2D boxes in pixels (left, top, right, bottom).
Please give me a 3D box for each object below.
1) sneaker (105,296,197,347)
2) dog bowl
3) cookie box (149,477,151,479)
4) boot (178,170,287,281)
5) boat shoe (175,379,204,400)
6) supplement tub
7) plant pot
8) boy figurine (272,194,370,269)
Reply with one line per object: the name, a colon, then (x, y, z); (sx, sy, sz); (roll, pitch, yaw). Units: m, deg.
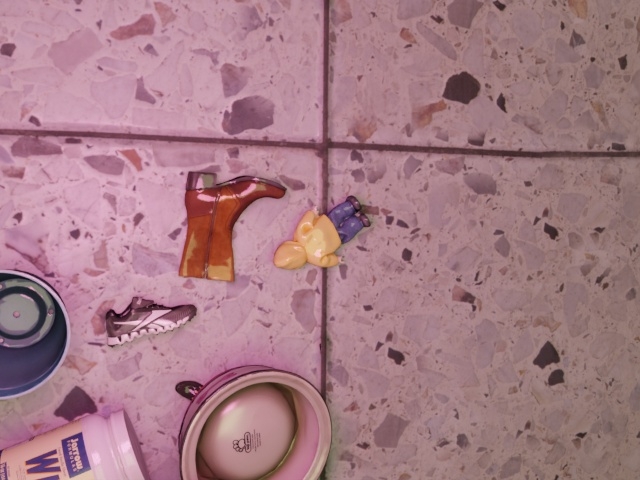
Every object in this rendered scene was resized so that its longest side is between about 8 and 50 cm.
sneaker: (-0.432, 0.186, 1.600); (0.234, 0.078, 0.106); (-16, 102, -14)
dog bowl: (-0.181, 0.509, 1.644); (0.407, 0.150, 0.409); (-5, 101, -26)
cookie box: (-0.475, 0.641, 1.608); (0.091, 0.107, 0.040); (-28, 102, -14)
boot: (-0.225, -0.029, 1.640); (0.263, 0.096, 0.281); (3, 95, -18)
boat shoe: (-0.319, 0.406, 1.675); (0.132, 0.042, 0.049); (26, 88, -17)
supplement tub: (-0.592, 0.556, 1.496); (0.324, 0.235, 0.236); (-20, 100, -15)
plant pot: (-0.695, 0.186, 1.422); (0.271, 0.255, 0.272); (-1, 94, -17)
boy figurine: (0.000, 0.000, 1.718); (0.285, 0.092, 0.177); (-35, 104, -11)
